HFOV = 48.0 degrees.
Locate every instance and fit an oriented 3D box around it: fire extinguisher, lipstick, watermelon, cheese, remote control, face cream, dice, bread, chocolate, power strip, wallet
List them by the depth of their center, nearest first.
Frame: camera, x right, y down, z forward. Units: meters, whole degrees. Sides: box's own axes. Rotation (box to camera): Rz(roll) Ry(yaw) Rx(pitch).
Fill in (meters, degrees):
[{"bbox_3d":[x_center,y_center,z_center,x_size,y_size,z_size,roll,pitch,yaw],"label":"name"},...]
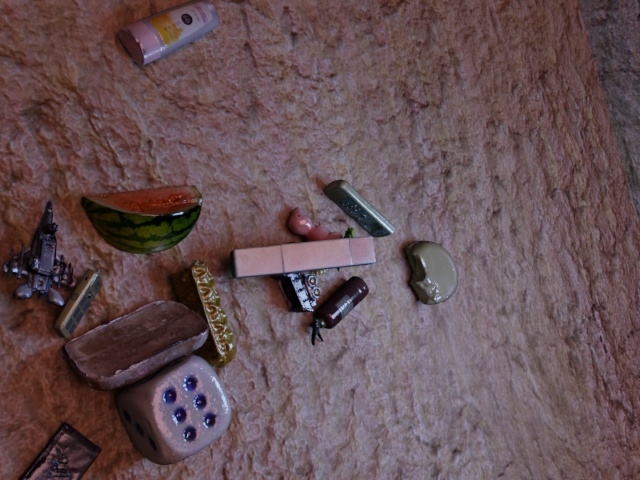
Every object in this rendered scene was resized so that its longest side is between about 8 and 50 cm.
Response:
[{"bbox_3d":[-0.561,0.488,1.541,0.111,0.030,0.166,48,58,-23],"label":"wallet"},{"bbox_3d":[-0.537,0.136,1.611,0.028,0.076,0.169,22,64,6],"label":"power strip"},{"bbox_3d":[-0.331,0.381,1.631,0.194,0.191,0.193,-27,96,-38],"label":"dice"},{"bbox_3d":[-0.411,0.245,1.632,0.303,0.185,0.101,-27,126,-34],"label":"chocolate"},{"bbox_3d":[-0.397,-0.057,1.722,0.303,0.128,0.159,-10,85,-37],"label":"watermelon"},{"bbox_3d":[-0.285,0.186,1.773,0.098,0.087,0.270,-20,91,-38],"label":"bread"},{"bbox_3d":[-0.045,0.043,1.868,0.371,0.080,0.076,-5,86,-15],"label":"lipstick"},{"bbox_3d":[-0.389,-0.550,1.877,0.269,0.073,0.107,-38,94,-34],"label":"face cream"},{"bbox_3d":[0.046,0.203,2.026,0.231,0.071,0.099,-42,132,-34],"label":"fire extinguisher"},{"bbox_3d":[0.116,-0.091,2.119,0.233,0.098,0.038,40,65,-22],"label":"remote control"},{"bbox_3d":[0.342,0.089,2.248,0.175,0.091,0.203,-35,99,-35],"label":"cheese"}]

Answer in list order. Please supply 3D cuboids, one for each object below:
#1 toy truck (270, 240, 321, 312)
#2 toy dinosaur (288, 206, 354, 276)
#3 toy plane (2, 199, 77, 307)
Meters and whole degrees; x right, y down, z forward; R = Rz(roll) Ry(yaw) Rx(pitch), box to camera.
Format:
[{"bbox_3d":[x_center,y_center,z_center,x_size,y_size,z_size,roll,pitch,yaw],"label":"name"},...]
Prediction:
[{"bbox_3d":[-0.071,0.104,1.949,0.092,0.083,0.192,-25,95,-32],"label":"toy truck"},{"bbox_3d":[0.003,-0.001,1.996,0.177,0.152,0.194,9,68,-26],"label":"toy dinosaur"},{"bbox_3d":[-0.605,0.022,1.583,0.169,0.078,0.247,20,67,-41],"label":"toy plane"}]
